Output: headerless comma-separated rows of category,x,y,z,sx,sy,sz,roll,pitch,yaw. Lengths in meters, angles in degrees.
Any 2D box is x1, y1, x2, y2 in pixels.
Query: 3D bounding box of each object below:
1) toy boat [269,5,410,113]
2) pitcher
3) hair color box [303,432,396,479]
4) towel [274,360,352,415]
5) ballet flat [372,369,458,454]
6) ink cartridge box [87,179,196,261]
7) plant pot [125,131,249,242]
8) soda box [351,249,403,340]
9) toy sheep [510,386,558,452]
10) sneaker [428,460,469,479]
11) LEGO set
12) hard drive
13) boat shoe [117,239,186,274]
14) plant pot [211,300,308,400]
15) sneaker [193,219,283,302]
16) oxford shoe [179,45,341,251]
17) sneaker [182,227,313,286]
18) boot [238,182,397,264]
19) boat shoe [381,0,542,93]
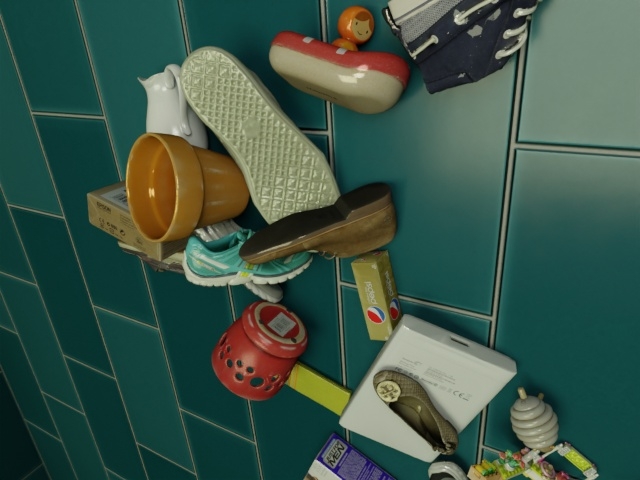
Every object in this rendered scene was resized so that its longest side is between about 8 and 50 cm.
toy boat,0.041,-0.307,0.792,0.231,0.151,0.151,26,97,20
pitcher,-0.304,-0.257,1.023,0.178,0.126,0.207,12,117,59
hair color box,0.121,0.684,1.263,0.339,0.110,0.185,33,129,17
towel,-0.031,0.366,1.252,0.237,0.021,0.102,24,129,21
ballet flat,0.195,0.352,0.973,0.084,0.058,0.250,-31,110,30
ink cartridge box,-0.393,-0.066,1.147,0.235,0.193,0.088,24,125,21
plant pot,-0.253,-0.106,0.965,0.205,0.188,0.205,7,101,44
soda box,0.119,0.113,0.990,0.058,0.061,0.181,-3,112,33
toy sheep,0.398,0.334,0.902,0.091,0.091,0.132,-29,87,40
sneaker,0.328,0.623,1.087,0.100,0.108,0.271,-34,102,36
LEGO set,0.421,0.441,0.920,0.287,0.132,0.107,28,124,-9
hard drive,0.208,0.324,1.016,0.233,0.047,0.353,23,126,0
boat shoe,-0.422,0.040,1.285,0.285,0.103,0.092,7,113,24
plant pot,-0.138,0.248,1.146,0.191,0.191,0.174,37,115,12
sneaker,-0.167,0.030,1.110,0.281,0.115,0.105,51,166,-22
oxford shoe,-0.098,-0.173,0.952,0.169,0.130,0.449,-35,107,7
sneaker,-0.142,0.029,1.002,0.107,0.275,0.109,-137,47,-58
boot,0.000,0.000,0.912,0.305,0.112,0.115,-19,122,2
boat shoe,0.258,-0.324,0.645,0.341,0.127,0.158,-13,113,45
